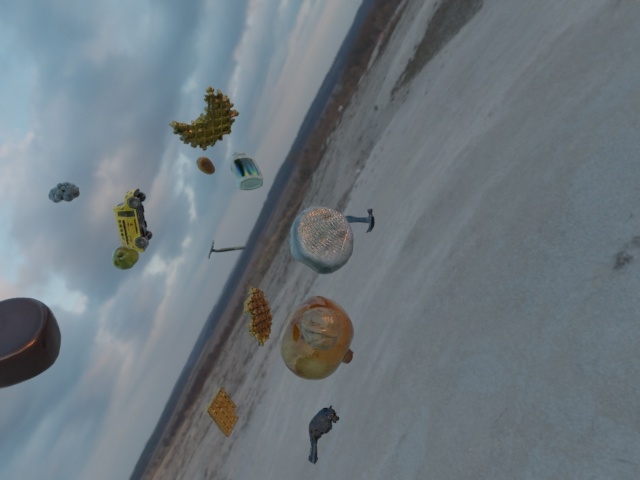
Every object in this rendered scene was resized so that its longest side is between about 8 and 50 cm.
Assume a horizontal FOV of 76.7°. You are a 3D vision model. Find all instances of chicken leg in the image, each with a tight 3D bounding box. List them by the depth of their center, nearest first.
[{"bbox_3d":[-0.004,0.756,1.593,0.106,0.051,0.253,32,107,44],"label":"chicken leg"}]

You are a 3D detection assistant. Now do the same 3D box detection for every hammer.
[{"bbox_3d":[0.222,-0.117,2.395,0.289,0.037,0.137,4,104,60],"label":"hammer"}]

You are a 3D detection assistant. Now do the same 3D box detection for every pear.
[{"bbox_3d":[-0.705,0.062,1.450,0.097,0.092,0.092,74,-144,-63],"label":"pear"}]

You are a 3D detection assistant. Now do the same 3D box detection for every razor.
[{"bbox_3d":[-0.426,0.040,1.873,0.211,0.036,0.084,-3,-61,-53],"label":"razor"}]

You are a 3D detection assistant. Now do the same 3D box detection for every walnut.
[{"bbox_3d":[0.004,0.319,1.480,0.166,0.149,0.167,-9,76,39],"label":"walnut"}]

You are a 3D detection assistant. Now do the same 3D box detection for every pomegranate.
[{"bbox_3d":[-0.009,0.497,2.043,0.417,0.416,0.417,-61,9,16],"label":"pomegranate"}]

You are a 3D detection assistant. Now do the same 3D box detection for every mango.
[{"bbox_3d":[-0.597,-0.390,2.110,0.057,0.114,0.079,1,63,39],"label":"mango"}]

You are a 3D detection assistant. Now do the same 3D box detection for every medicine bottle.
[{"bbox_3d":[-0.350,-0.329,1.869,0.083,0.121,0.229,99,152,-45],"label":"medicine bottle"}]

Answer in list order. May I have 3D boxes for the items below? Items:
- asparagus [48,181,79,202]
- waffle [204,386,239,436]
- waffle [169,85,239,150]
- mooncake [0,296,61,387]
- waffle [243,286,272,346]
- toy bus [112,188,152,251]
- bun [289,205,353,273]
[{"bbox_3d":[-0.974,-0.184,1.538,0.287,0.080,0.080,6,65,45],"label":"asparagus"},{"bbox_3d":[-0.302,0.535,1.261,0.021,0.135,0.092,-9,31,28],"label":"waffle"},{"bbox_3d":[-0.503,-0.525,1.817,0.293,0.069,0.260,-41,-27,6],"label":"waffle"},{"bbox_3d":[-1.077,0.362,1.400,0.334,0.325,0.174,-56,-23,-47],"label":"mooncake"},{"bbox_3d":[-0.273,0.327,1.780,0.051,0.229,0.232,-14,39,15],"label":"waffle"},{"bbox_3d":[-1.006,-0.108,2.159,0.144,0.152,0.330,-115,22,-68],"label":"toy bus"},{"bbox_3d":[0.004,-0.003,2.046,0.355,0.354,0.194,-68,11,-26],"label":"bun"}]
